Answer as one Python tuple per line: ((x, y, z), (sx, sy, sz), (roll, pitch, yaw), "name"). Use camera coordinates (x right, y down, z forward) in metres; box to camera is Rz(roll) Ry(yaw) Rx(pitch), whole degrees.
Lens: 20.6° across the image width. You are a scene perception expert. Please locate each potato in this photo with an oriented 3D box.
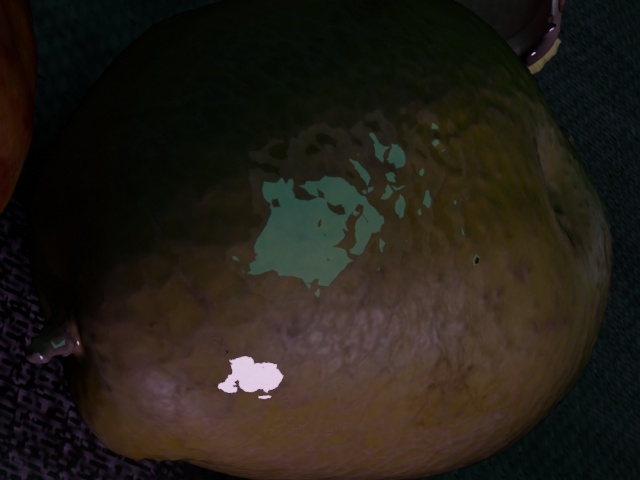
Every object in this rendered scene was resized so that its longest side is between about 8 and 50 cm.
((0.000, 0.000, 0.597), (0.251, 0.159, 0.174), (-16, 61, -45), "potato")

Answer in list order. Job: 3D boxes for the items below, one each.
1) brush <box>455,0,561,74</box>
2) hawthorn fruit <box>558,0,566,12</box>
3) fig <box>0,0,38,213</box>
((0.066, -0.212, 0.872), (0.067, 0.072, 0.313), (42, 35, -64), "brush")
((0.057, -0.261, 0.717), (0.262, 0.258, 0.258), (50, 33, 16), "hawthorn fruit")
((-0.157, -0.071, 0.432), (0.202, 0.148, 0.149), (65, -7, -7), "fig")
